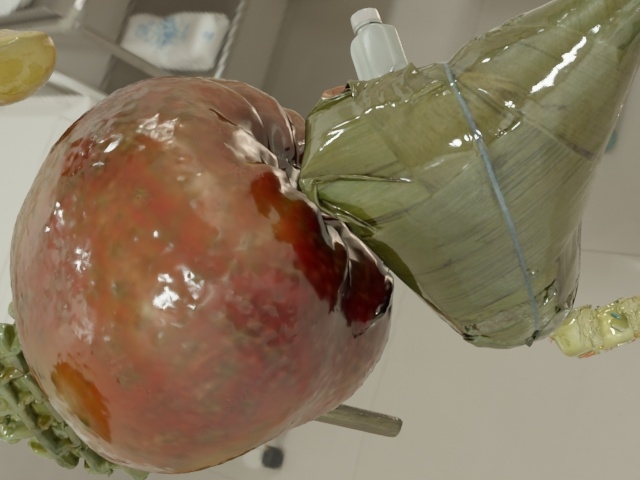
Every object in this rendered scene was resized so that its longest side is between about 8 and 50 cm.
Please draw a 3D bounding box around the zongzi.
[{"bbox_3d":[0.210,-0.067,0.849,0.360,0.323,0.160,-31,41,22],"label":"zongzi"}]

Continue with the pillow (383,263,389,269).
[{"bbox_3d":[0.114,-0.054,1.496,0.208,0.055,0.141,-76,-7,-65],"label":"pillow"}]

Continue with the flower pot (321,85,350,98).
[{"bbox_3d":[0.069,-0.217,1.976,0.191,0.191,0.173,27,127,46],"label":"flower pot"}]

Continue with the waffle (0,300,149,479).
[{"bbox_3d":[-0.312,0.205,1.319,0.292,0.309,0.056,-58,13,32],"label":"waffle"}]

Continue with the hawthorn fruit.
[{"bbox_3d":[-0.135,0.044,0.996,0.403,0.403,0.402,-19,59,37],"label":"hawthorn fruit"}]

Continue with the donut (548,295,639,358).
[{"bbox_3d":[0.391,0.129,1.396,0.108,0.166,0.065,-41,63,51],"label":"donut"}]

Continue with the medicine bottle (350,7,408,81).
[{"bbox_3d":[0.122,-0.416,2.145,0.119,0.069,0.183,-37,65,48],"label":"medicine bottle"}]

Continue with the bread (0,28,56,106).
[{"bbox_3d":[-0.440,-0.231,1.319,0.217,0.147,0.098,25,132,57],"label":"bread"}]

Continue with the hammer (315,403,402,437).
[{"bbox_3d":[-0.057,0.206,1.280,0.111,0.365,0.043,-61,24,30],"label":"hammer"}]
